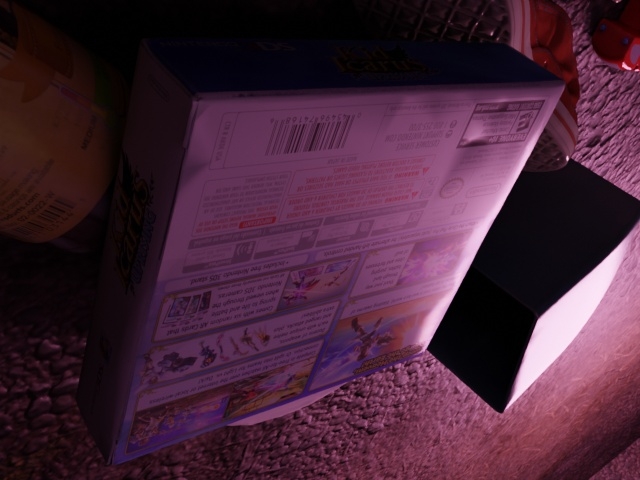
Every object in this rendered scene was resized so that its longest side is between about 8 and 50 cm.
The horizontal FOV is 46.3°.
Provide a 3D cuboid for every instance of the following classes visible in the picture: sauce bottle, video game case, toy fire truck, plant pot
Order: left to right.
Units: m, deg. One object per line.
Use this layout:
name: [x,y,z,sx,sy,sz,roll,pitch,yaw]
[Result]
sauce bottle: [-0.210,-0.091,0.298,0.111,0.111,0.344,-47,146,8]
video game case: [0.000,0.000,0.462,0.269,0.061,0.244,-11,134,-39]
plant pot: [0.220,0.022,0.790,0.234,0.165,0.166,-30,144,-27]
toy fire truck: [0.295,-0.244,0.671,0.135,0.047,0.192,-7,133,-39]

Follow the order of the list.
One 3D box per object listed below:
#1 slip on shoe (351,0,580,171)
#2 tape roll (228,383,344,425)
slip on shoe: [0.116,-0.166,0.550,0.331,0.123,0.101,36,66,-49]
tape roll: [-0.022,0.018,0.605,0.286,0.100,0.286,-26,143,-22]
